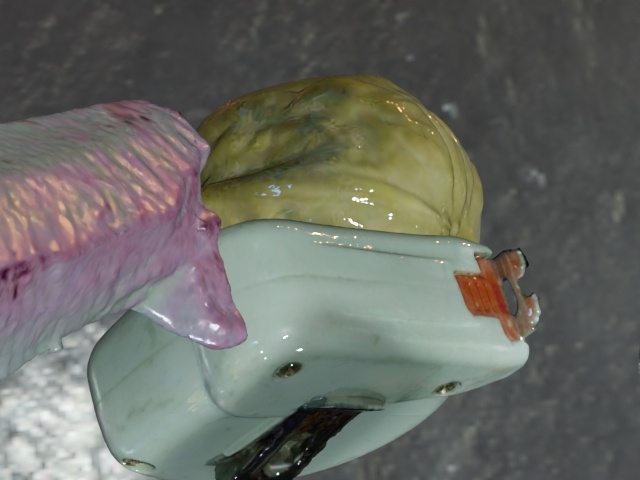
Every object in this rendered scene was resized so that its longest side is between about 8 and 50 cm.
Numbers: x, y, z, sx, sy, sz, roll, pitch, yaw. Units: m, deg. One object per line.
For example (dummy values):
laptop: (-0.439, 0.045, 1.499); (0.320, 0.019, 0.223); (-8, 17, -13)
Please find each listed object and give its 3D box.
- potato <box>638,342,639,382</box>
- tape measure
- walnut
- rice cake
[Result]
potato: (0.326, 0.049, 1.395); (0.173, 0.210, 0.307); (32, 64, -14)
tape measure: (-0.012, 0.085, 1.319); (0.243, 0.246, 0.125); (8, 52, -43)
walnut: (0.000, 0.002, 1.664); (0.253, 0.277, 0.282); (-17, 97, -59)
rice cake: (-0.089, 0.018, 0.451); (0.081, 0.051, 0.290); (51, 23, 5)
